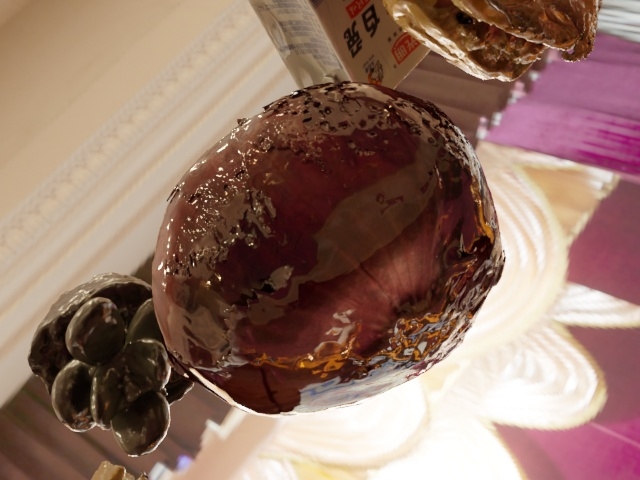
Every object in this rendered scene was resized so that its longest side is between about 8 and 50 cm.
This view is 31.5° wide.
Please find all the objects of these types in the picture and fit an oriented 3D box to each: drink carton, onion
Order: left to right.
[{"bbox_3d":[-0.011,-0.287,1.156,0.130,0.106,0.315,-47,-55,-23],"label":"drink carton"},{"bbox_3d":[0.000,0.000,0.773,0.252,0.219,0.252,-20,-47,-22],"label":"onion"}]

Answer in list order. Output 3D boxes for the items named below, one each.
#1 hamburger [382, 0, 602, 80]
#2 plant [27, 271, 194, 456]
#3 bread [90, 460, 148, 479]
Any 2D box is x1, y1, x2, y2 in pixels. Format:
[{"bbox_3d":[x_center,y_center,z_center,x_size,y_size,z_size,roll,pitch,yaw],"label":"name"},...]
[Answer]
[{"bbox_3d":[0.150,-0.264,1.038,0.244,0.163,0.245,14,-111,-41],"label":"hamburger"},{"bbox_3d":[-0.185,0.112,1.054,0.149,0.274,0.146,-42,-79,-8],"label":"plant"},{"bbox_3d":[-0.231,0.372,1.505,0.183,0.224,0.211,41,-147,-21],"label":"bread"}]
